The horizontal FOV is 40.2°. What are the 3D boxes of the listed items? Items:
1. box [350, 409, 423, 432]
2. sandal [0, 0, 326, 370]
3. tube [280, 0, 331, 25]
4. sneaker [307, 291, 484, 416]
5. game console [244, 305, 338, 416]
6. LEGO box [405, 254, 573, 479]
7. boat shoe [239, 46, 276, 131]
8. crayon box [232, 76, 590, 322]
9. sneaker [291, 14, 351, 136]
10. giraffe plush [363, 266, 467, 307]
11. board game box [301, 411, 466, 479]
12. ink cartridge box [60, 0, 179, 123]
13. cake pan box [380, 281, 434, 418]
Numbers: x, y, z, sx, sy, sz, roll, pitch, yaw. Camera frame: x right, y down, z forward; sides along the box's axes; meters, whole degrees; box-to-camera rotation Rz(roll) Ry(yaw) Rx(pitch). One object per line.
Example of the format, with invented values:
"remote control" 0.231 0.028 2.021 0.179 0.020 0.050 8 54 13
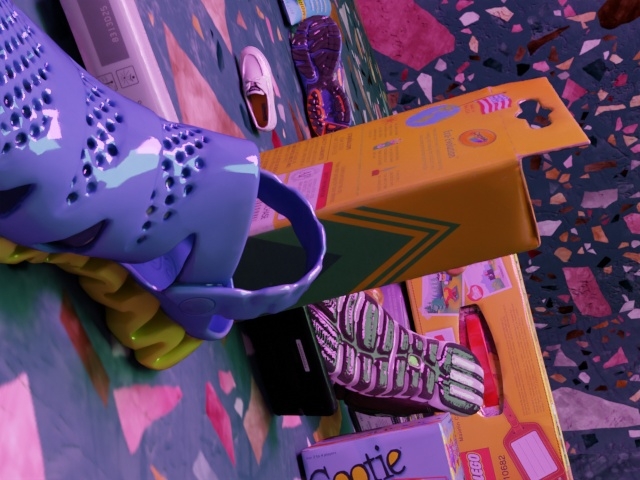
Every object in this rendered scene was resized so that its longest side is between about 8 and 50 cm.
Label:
"box" 0.111 0.280 1.255 0.216 0.060 0.270 -82 155 -65
"sandal" -0.093 -0.031 0.464 0.317 0.138 0.126 50 29 -61
"tube" -0.034 -0.396 1.467 0.080 0.052 0.207 64 19 -4
"sneaker" 0.036 0.143 0.983 0.281 0.162 0.107 30 56 -26
"game console" -0.026 0.092 0.807 0.071 0.107 0.122 -31 107 -49
"LEGO box" 0.298 0.227 1.563 0.372 0.193 0.501 41 37 -72
"boat shoe" -0.073 -0.174 1.004 0.035 0.035 0.100 -47 128 -80
"crayon box" 0.062 -0.042 0.757 0.202 0.318 0.081 -79 152 -64
"sneaker" 0.002 -0.257 1.408 0.087 0.083 0.221 73 11 -78
"giraffe plush" 0.096 0.002 1.114 0.210 0.170 0.182 51 25 -71
"board game box" 0.090 0.326 0.872 0.142 0.144 0.276 27 50 -76
"ink cartridge box" -0.139 -0.117 0.642 0.179 0.045 0.146 -132 -157 -74
"cake pan box" 0.144 0.162 1.556 0.267 0.070 0.246 -94 163 -44
